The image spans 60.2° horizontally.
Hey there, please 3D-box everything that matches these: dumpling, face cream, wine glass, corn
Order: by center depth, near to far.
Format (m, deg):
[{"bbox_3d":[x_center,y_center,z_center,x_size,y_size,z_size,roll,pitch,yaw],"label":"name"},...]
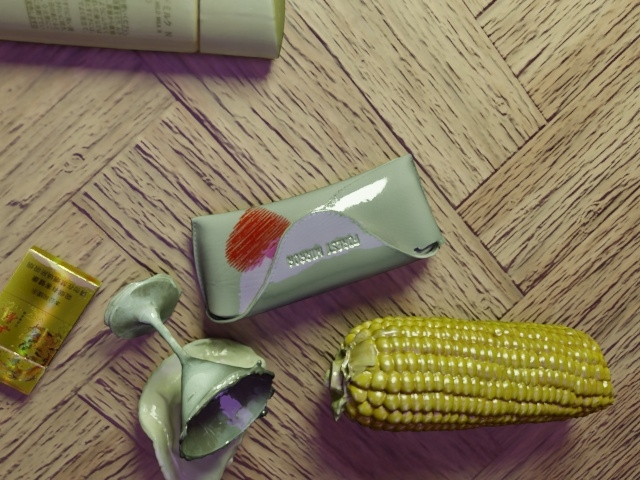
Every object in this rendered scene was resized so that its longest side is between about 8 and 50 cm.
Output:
[{"bbox_3d":[-0.204,-0.275,0.538,0.348,0.081,0.174,0,126,-12],"label":"face cream"},{"bbox_3d":[-0.146,0.126,0.592,0.122,0.183,0.122,-32,144,-27],"label":"wine glass"},{"bbox_3d":[-0.150,0.202,0.654,0.134,0.100,0.170,22,95,-4],"label":"dumpling"},{"bbox_3d":[0.195,0.165,0.700,0.386,0.144,0.144,0,102,-15],"label":"corn"}]

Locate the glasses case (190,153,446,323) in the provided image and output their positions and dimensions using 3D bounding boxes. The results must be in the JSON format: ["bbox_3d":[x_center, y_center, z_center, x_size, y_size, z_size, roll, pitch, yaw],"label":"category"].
[{"bbox_3d":[-0.001,-0.002,0.648,0.307,0.083,0.129,-18,105,-8],"label":"glasses case"}]

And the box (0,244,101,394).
[{"bbox_3d":[-0.330,0.092,0.630,0.089,0.022,0.156,35,93,-16],"label":"box"}]
